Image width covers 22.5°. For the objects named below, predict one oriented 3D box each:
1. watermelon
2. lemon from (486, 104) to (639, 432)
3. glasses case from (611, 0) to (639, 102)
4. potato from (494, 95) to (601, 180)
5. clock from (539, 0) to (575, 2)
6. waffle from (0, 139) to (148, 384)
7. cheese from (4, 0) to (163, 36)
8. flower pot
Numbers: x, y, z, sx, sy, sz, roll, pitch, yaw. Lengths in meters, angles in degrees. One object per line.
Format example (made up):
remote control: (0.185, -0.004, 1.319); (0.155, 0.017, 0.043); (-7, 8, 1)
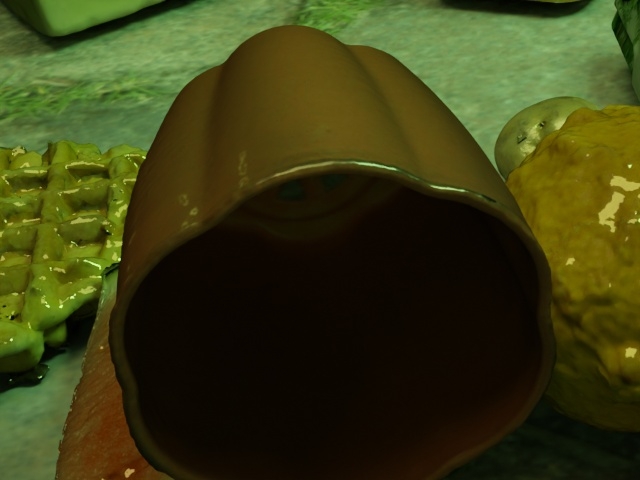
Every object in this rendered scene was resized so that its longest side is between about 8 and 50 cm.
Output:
watermelon: (-0.074, 0.086, 0.804); (0.119, 0.063, 0.245); (-16, 40, 9)
lemon: (0.147, 0.010, 0.770); (0.142, 0.142, 0.187); (-5, 44, 10)
glasses case: (0.235, -0.097, 0.951); (0.095, 0.062, 0.272); (-50, 20, 24)
potato: (0.143, -0.057, 0.968); (0.068, 0.062, 0.083); (21, 20, 20)
clock: (0.181, -0.261, 1.243); (0.143, 0.096, 0.202); (8, 35, 33)
waffle: (-0.215, 0.006, 0.980); (0.280, 0.060, 0.262); (22, 41, 40)
cheese: (-0.162, -0.287, 1.371); (0.265, 0.124, 0.242); (-23, 29, -17)
flower pot: (0.000, 0.000, 0.723); (0.191, 0.190, 0.173); (-10, 35, 2)
